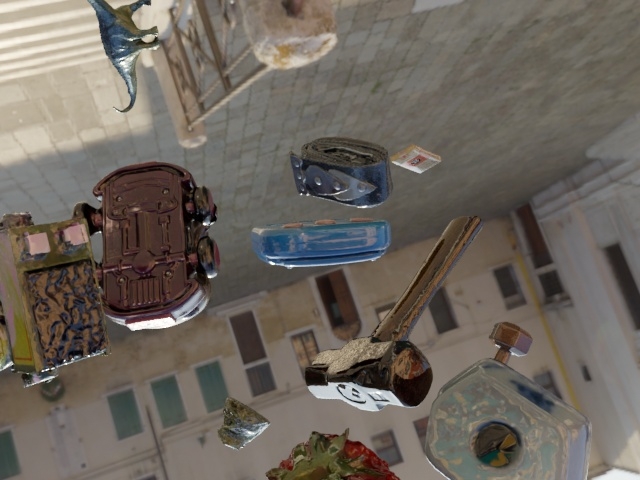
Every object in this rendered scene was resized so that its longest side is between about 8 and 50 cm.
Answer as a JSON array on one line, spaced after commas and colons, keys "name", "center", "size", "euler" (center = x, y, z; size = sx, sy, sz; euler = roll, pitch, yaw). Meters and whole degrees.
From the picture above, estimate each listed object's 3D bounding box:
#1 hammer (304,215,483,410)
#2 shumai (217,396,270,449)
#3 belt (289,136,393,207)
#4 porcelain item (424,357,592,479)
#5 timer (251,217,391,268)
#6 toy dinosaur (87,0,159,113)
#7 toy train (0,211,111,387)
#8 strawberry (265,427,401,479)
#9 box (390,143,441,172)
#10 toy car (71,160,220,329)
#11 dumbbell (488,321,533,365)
[{"name": "hammer", "center": [0.153, 0.104, 1.128], "size": [0.409, 0.095, 0.242], "euler": [-53, -162, -25]}, {"name": "shumai", "center": [-0.167, 0.377, 1.336], "size": [0.087, 0.099, 0.124], "euler": [-56, 160, -14]}, {"name": "belt", "center": [0.054, -0.128, 1.334], "size": [0.122, 0.128, 0.218], "euler": [-33, -146, -34]}, {"name": "porcelain item", "center": [0.296, 0.300, 1.020], "size": [0.178, 0.242, 0.405], "euler": [-59, 155, 1]}, {"name": "timer", "center": [0.000, 0.000, 1.704], "size": [0.340, 0.115, 0.309], "euler": [-5, -175, -15]}, {"name": "toy dinosaur", "center": [-0.410, -0.423, 1.389], "size": [0.147, 0.076, 0.363], "euler": [-14, 145, -7]}, {"name": "toy train", "center": [-0.417, 0.085, 0.961], "size": [0.177, 0.261, 0.134], "euler": [-7, -176, 41]}, {"name": "strawberry", "center": [0.029, 0.402, 0.836], "size": [0.257, 0.277, 0.257], "euler": [-29, -163, 10]}, {"name": "box", "center": [0.153, -0.130, 1.055], "size": [0.046, 0.012, 0.083], "euler": [-28, 156, 34]}, {"name": "toy car", "center": [-0.322, 0.027, 1.301], "size": [0.271, 0.341, 0.240], "euler": [-8, 154, 0]}, {"name": "dumbbell", "center": [0.375, 0.288, 1.421], "size": [0.231, 0.082, 0.092], "euler": [-63, 178, -8]}]
